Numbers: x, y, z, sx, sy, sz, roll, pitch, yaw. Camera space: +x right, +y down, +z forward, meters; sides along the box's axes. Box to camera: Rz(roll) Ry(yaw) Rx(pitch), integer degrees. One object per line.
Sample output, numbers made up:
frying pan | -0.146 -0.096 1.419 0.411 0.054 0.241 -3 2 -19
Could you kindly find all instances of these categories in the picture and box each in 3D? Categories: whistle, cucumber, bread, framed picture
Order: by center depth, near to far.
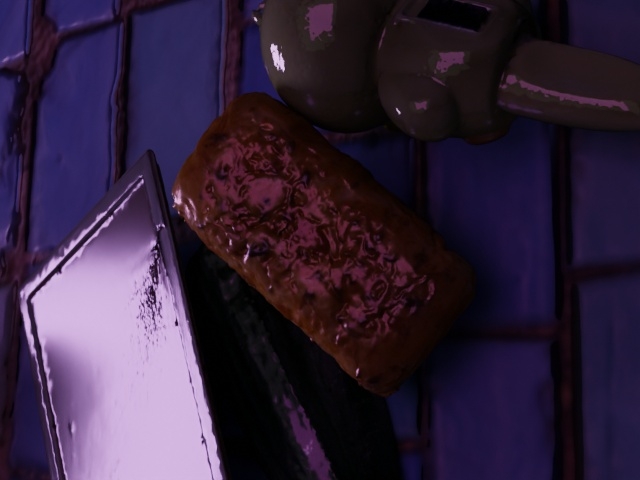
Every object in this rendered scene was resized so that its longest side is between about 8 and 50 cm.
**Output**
bread | 0.000 0.000 0.939 0.211 0.083 0.114 40 96 16
whistle | 0.079 -0.110 0.941 0.294 0.141 0.141 27 95 19
cucumber | -0.022 0.098 0.984 0.115 0.063 0.244 -44 58 20
framed picture | -0.147 0.115 1.063 0.232 0.019 0.296 -39 57 43
